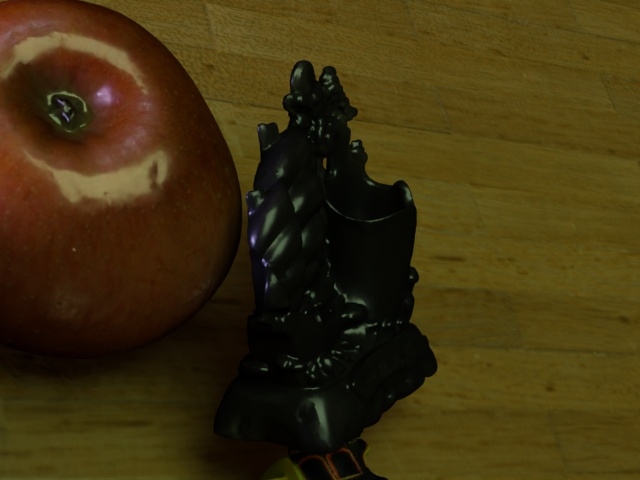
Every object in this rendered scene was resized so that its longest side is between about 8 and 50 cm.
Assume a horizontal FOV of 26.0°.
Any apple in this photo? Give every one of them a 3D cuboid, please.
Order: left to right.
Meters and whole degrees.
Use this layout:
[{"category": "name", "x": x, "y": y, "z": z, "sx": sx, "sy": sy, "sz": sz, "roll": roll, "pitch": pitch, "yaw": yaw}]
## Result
[{"category": "apple", "x": -0.187, "y": -0.047, "z": 0.997, "sx": 0.252, "sy": 0.206, "sz": 0.272, "roll": -7, "pitch": 61, "yaw": -33}]

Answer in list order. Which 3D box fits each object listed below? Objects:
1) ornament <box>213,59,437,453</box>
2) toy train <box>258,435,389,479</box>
[{"category": "ornament", "x": 0.000, "y": 0.000, "z": 1.031, "sx": 0.251, "sy": 0.106, "sz": 0.260, "roll": -31, "pitch": 118, "yaw": -61}, {"category": "toy train", "x": -0.061, "y": 0.233, "z": 0.932, "sx": 0.296, "sy": 0.100, "sz": 0.160, "roll": -9, "pitch": 54, "yaw": -37}]
